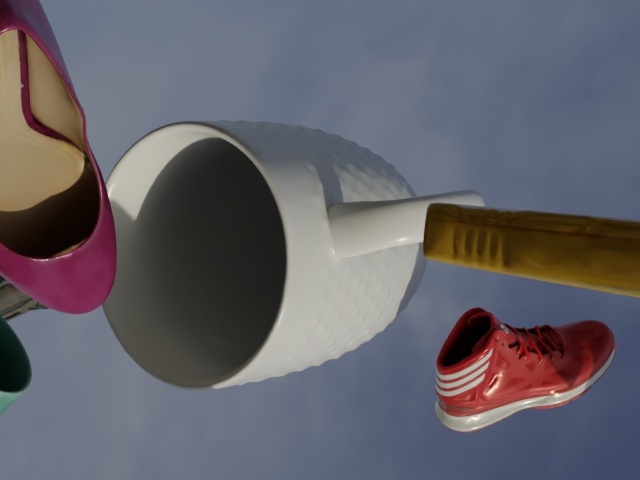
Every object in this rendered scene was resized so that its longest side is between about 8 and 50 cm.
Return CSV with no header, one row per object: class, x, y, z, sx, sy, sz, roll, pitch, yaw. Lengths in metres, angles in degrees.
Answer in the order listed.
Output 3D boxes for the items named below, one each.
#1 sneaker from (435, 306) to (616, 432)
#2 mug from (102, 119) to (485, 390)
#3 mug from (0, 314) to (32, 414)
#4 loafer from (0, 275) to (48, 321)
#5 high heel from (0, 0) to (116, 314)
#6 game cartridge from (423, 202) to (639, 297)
sneaker,0.225,0.119,1.414,0.221,0.128,0.087,-26,-134,-15
mug,0.000,0.000,1.412,0.374,0.328,0.276,-12,-94,37
mug,-0.310,0.100,1.050,0.097,0.129,0.158,-42,-172,10
loafer,-0.365,0.053,1.639,0.268,0.084,0.096,-18,-146,26
high heel,-0.212,-0.046,0.957,0.127,0.377,0.181,-36,-134,-14
game cartridge,0.276,0.014,0.828,0.324,0.285,0.052,11,-85,45
